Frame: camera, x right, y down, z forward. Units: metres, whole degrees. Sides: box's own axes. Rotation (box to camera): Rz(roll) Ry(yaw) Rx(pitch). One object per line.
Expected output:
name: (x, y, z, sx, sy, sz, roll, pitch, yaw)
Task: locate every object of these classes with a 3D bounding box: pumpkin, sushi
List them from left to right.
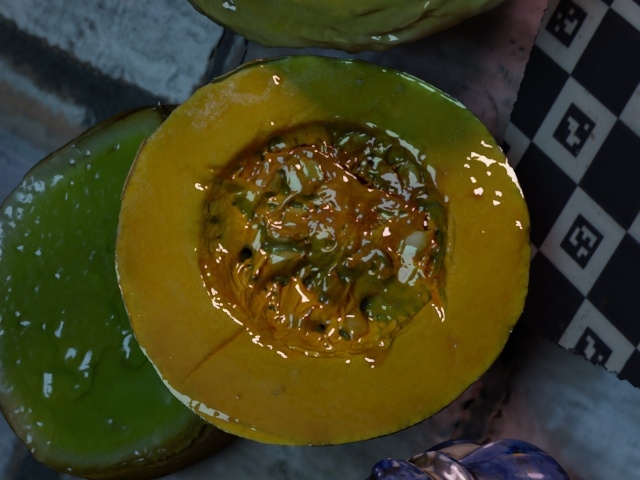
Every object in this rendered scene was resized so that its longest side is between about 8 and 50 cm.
pumpkin: (0.004, 0.011, 0.968, 0.217, 0.110, 0.217, -1, 76, 3)
sushi: (0.200, -0.014, 0.903, 0.279, 0.043, 0.193, 30, 107, 47)

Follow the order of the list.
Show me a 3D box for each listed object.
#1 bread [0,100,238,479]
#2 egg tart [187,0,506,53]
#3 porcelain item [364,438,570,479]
bread: (-0.111, 0.031, 1.091, 0.236, 0.070, 0.236, -5, 81, 33)
egg tart: (0.041, -0.258, 0.992, 0.345, 0.132, 0.345, -5, 81, 32)
porcelain item: (0.021, 0.223, 0.910, 0.138, 0.186, 0.288, 46, 109, 28)
